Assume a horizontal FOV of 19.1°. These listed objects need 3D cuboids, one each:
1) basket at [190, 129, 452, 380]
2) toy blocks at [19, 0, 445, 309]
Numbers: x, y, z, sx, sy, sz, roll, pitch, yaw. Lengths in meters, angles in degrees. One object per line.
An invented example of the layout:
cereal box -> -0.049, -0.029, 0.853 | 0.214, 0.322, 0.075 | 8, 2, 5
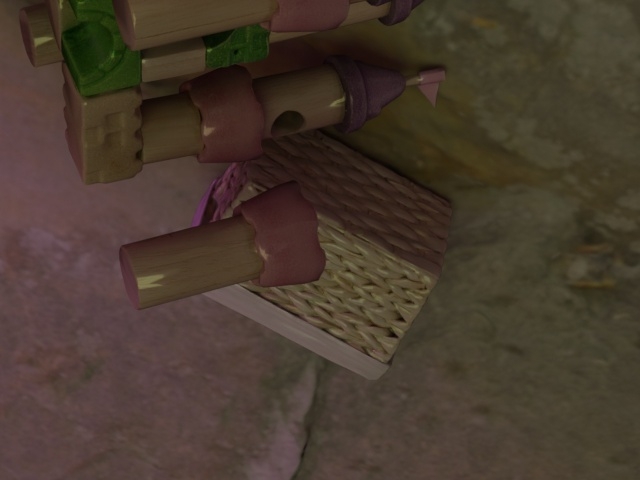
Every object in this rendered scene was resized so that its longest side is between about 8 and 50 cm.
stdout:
basket -> 0.000, 0.000, 1.339 | 0.167, 0.113, 0.103 | 27, 125, -9
toy blocks -> -0.037, -0.169, 1.188 | 0.260, 0.309, 0.288 | -15, 142, -17
